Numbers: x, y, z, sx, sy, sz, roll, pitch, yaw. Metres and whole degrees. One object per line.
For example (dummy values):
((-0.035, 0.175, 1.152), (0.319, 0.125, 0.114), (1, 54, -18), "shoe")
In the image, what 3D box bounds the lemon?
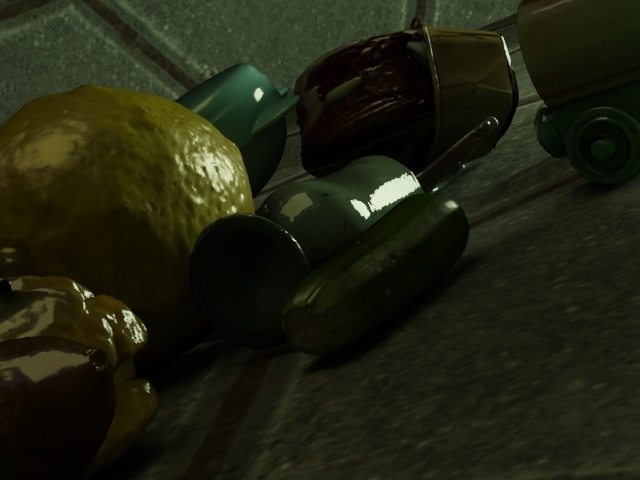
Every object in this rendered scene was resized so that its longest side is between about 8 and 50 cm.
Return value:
((-0.167, -0.008, 1.217), (0.233, 0.233, 0.288), (-18, 1, 22), "lemon")

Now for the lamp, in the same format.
((-0.151, -0.073, 1.498), (0.284, 0.147, 0.209), (-17, 8, -4), "lamp")

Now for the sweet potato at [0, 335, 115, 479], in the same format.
((-0.255, 0.162, 0.842), (0.385, 0.109, 0.109), (-31, 5, 19), "sweet potato")

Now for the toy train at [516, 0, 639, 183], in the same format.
((0.284, -0.153, 1.188), (0.285, 0.177, 0.116), (-16, 10, 35), "toy train")

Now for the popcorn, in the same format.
((-0.183, 0.093, 0.971), (0.167, 0.152, 0.148), (5, 47, 18), "popcorn")

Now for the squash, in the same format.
((0.045, 0.020, 1.091), (0.066, 0.066, 0.229), (-15, 11, 34), "squash")

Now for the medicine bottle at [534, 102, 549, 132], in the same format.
((0.266, -0.113, 1.397), (0.051, 0.051, 0.191), (-26, 11, -26), "medicine bottle")

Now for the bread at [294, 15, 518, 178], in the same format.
((0.080, -0.125, 1.534), (0.212, 0.142, 0.224), (-10, -15, -6), "bread")

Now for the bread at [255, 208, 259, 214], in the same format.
((-0.079, 0.006, 1.499), (0.226, 0.049, 0.088), (-24, 9, -9), "bread")

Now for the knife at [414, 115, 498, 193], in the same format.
((0.040, -0.036, 1.419), (0.278, 0.053, 0.123), (-23, -19, -21), "knife")

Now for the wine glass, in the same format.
((0.000, 0.000, 1.187), (0.103, 0.103, 0.231), (-16, 8, 31), "wine glass")
